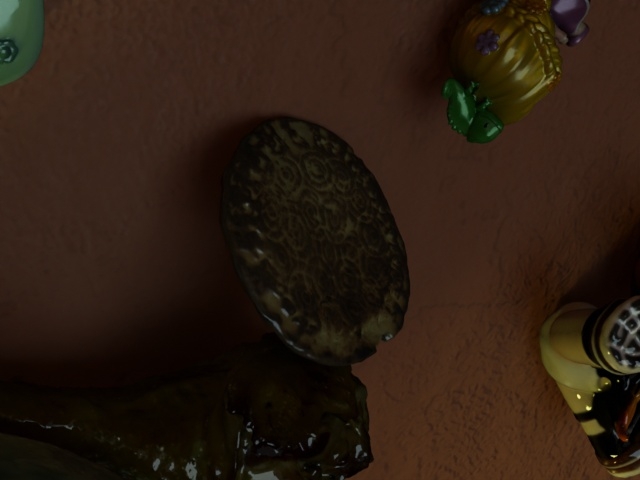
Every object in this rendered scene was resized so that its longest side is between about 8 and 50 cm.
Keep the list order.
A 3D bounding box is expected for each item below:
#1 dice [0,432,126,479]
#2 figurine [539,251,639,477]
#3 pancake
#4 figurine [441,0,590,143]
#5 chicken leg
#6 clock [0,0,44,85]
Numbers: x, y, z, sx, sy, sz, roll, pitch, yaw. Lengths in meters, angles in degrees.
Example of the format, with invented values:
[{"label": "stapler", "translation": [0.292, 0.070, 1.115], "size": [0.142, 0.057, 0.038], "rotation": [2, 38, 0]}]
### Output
[{"label": "dice", "translation": [-0.243, 0.335, 0.570], "size": [0.331, 0.328, 0.348], "rotation": [-9, 132, -2]}, {"label": "figurine", "translation": [0.391, 0.074, 1.028], "size": [0.323, 0.196, 0.320], "rotation": [-28, 138, -13]}, {"label": "pancake", "translation": [0.001, -0.001, 0.744], "size": [0.199, 0.199, 0.021], "rotation": [25, 143, -38]}, {"label": "figurine", "translation": [0.139, -0.160, 0.790], "size": [0.156, 0.095, 0.115], "rotation": [-49, 121, -14]}, {"label": "chicken leg", "translation": [-0.102, 0.137, 0.706], "size": [0.361, 0.212, 0.140], "rotation": [7, 69, -40]}, {"label": "clock", "translation": [-0.230, -0.172, 0.545], "size": [0.148, 0.060, 0.188], "rotation": [-9, 118, -31]}]
